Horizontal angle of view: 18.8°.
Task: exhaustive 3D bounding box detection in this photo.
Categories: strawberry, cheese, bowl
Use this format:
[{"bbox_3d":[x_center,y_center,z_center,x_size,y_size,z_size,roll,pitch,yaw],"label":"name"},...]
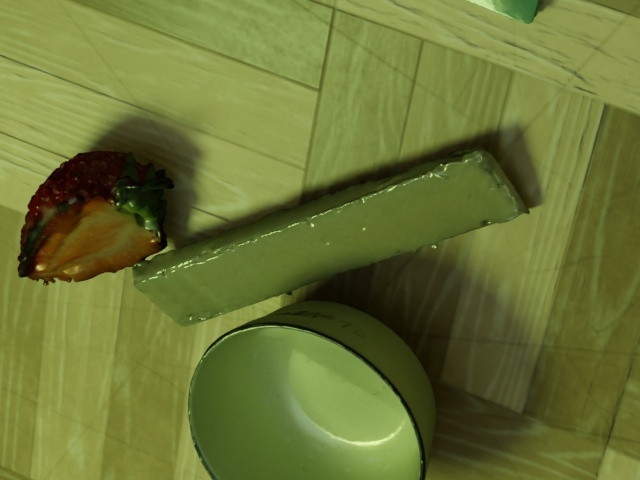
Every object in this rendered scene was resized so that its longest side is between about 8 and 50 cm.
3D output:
[{"bbox_3d":[-0.215,-0.027,1.826,0.140,0.085,0.192,0,152,-11],"label":"strawberry"},{"bbox_3d":[-0.001,0.001,1.752,0.400,0.034,0.085,-18,128,31],"label":"cheese"},{"bbox_3d":[0.008,0.152,1.789,0.238,0.126,0.237,13,123,21],"label":"bowl"}]

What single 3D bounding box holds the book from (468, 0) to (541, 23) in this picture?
[{"bbox_3d":[0.147,-0.250,1.555,0.103,0.017,0.135,24,125,17],"label":"book"}]
